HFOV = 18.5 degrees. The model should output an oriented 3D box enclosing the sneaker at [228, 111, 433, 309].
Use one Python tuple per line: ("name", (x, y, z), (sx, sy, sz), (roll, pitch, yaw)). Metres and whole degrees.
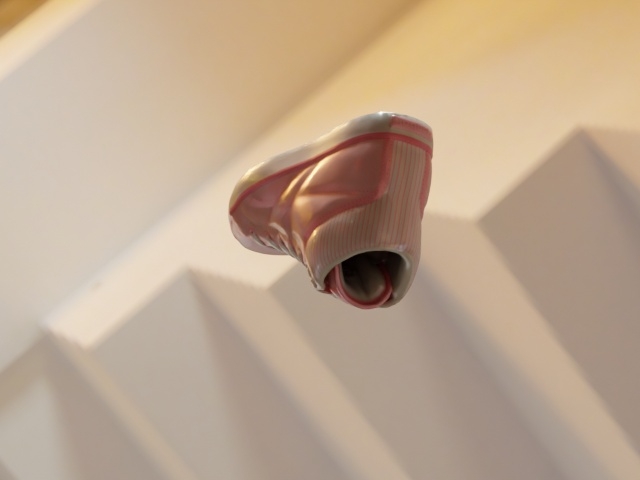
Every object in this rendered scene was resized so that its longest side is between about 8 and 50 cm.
("sneaker", (0.000, 0.000, 0.821), (0.051, 0.070, 0.134), (13, -23, -29))
